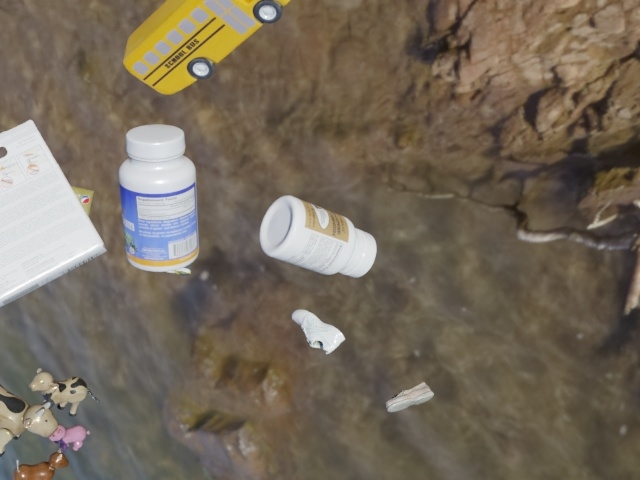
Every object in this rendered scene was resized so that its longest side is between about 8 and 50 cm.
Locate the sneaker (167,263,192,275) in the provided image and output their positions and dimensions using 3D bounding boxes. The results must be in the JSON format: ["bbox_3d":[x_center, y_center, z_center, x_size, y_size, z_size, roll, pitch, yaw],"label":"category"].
[{"bbox_3d":[-0.311,0.050,1.714,0.083,0.035,0.031,16,153,3],"label":"sneaker"}]

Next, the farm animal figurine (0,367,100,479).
[{"bbox_3d":[-0.687,0.404,1.882,0.327,0.330,0.172,23,117,-16],"label":"farm animal figurine"}]

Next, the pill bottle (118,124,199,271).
[{"bbox_3d":[-0.324,-0.087,1.624,0.152,0.152,0.271,21,123,34],"label":"pill bottle"}]

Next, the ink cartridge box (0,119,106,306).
[{"bbox_3d":[-0.452,-0.040,1.198,0.224,0.181,0.056,58,163,7],"label":"ink cartridge box"}]

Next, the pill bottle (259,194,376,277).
[{"bbox_3d":[0.000,0.000,1.687,0.131,0.229,0.131,-28,53,44],"label":"pill bottle"}]

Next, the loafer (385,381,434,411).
[{"bbox_3d":[0.185,0.334,1.730,0.039,0.125,0.045,60,140,29],"label":"loafer"}]

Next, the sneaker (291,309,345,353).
[{"bbox_3d":[-0.017,0.211,1.891,0.152,0.061,0.053,27,157,35],"label":"sneaker"}]

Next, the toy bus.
[{"bbox_3d":[-0.197,-0.395,1.435,0.333,0.130,0.108,-31,41,33],"label":"toy bus"}]

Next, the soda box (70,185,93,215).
[{"bbox_3d":[-0.538,-0.082,1.704,0.181,0.058,0.061,6,85,57],"label":"soda box"}]
